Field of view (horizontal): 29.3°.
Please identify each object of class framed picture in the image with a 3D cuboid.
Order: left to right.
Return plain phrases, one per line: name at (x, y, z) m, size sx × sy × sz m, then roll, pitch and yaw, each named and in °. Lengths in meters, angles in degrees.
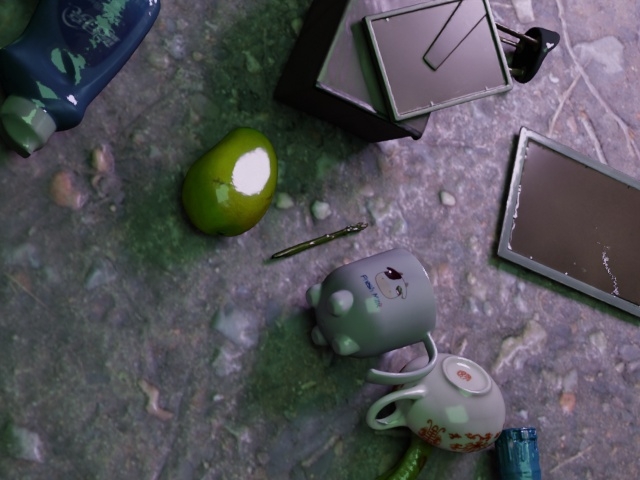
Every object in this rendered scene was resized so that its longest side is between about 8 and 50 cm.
framed picture at (0.164, -0.256, 1.686) m, size 0.203 × 0.015 × 0.150 m, roll -18°, pitch 93°, yaw -26°
framed picture at (0.414, -0.026, 1.932) m, size 0.293 × 0.018 × 0.231 m, roll 22°, pitch 67°, yaw -19°

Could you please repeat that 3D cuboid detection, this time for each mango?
mango at (-0.114, -0.076, 1.644) m, size 0.117 × 0.089 × 0.163 m, roll 49°, pitch 60°, yaw -7°

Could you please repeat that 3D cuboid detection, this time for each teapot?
teapot at (0.168, 0.221, 1.676) m, size 0.245 × 0.116 × 0.159 m, roll 2°, pitch 50°, yaw -28°

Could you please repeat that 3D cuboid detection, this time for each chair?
chair at (0.259, -0.302, 1.896) m, size 0.221 × 0.104 × 0.095 m, roll 10°, pitch 95°, yaw -20°

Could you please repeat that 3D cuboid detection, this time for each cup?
cup at (0.068, 0.111, 1.660) m, size 0.141 × 0.134 × 0.174 m, roll -17°, pitch 92°, yaw -28°

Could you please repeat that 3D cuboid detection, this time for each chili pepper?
chili pepper at (0.096, 0.323, 1.664) m, size 0.208 × 0.043 × 0.049 m, roll -42°, pitch 109°, yaw -28°

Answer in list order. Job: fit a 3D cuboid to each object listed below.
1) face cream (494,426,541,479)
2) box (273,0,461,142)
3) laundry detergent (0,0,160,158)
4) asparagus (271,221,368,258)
face cream at (0.291, 0.431, 1.707) m, size 0.163 × 0.080 × 0.337 m, roll 2°, pitch 75°, yaw -26°
box at (0.076, -0.280, 1.740) m, size 0.188 × 0.153 × 0.252 m, roll 24°, pitch 77°, yaw -21°
laundry detergent at (-0.329, -0.239, 1.581) m, size 0.143 × 0.094 × 0.290 m, roll 35°, pitch 63°, yaw -15°
asparagus at (0.000, 0.000, 1.723) m, size 0.166 × 0.013 × 0.016 m, roll -20°, pitch 44°, yaw -30°
